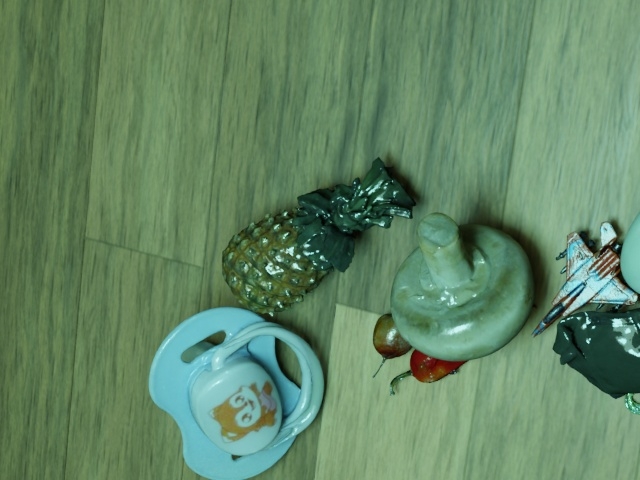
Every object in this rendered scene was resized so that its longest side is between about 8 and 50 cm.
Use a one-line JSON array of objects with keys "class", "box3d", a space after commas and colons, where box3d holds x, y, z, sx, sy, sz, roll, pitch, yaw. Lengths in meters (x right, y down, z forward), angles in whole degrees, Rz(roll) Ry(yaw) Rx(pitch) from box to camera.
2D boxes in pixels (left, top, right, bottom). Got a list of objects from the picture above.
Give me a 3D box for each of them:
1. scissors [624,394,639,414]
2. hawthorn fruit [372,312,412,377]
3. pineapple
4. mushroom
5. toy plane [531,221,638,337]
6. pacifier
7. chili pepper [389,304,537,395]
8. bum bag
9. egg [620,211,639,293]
[{"class": "scissors", "box3d": [0.508, 0.230, 1.758, 0.187, 0.020, 0.133, -26, 77, 28]}, {"class": "hawthorn fruit", "box3d": [0.104, 0.158, 1.946, 0.067, 0.067, 0.103, 12, 80, 28]}, {"class": "pineapple", "box3d": [0.000, 0.000, 1.948, 0.310, 0.170, 0.141, -30, 124, 25]}, {"class": "mushroom", "box3d": [0.184, 0.052, 1.798, 0.207, 0.215, 0.207, -14, 47, 16]}, {"class": "toy plane", "box3d": [0.357, 0.067, 1.801, 0.130, 0.061, 0.189, 48, 121, 15]}, {"class": "pacifier", "box3d": [-0.149, 0.219, 2.060, 0.233, 0.244, 0.299, 28, 144, 57]}, {"class": "chili pepper", "box3d": [0.197, 0.156, 1.911, 0.268, 0.050, 0.059, -32, 65, 29]}, {"class": "bum bag", "box3d": [0.468, 0.142, 1.723, 0.326, 0.079, 0.142, -5, 128, 29]}, {"class": "egg", "box3d": [0.476, -0.001, 1.669, 0.209, 0.151, 0.151, -36, 79, 32]}]
